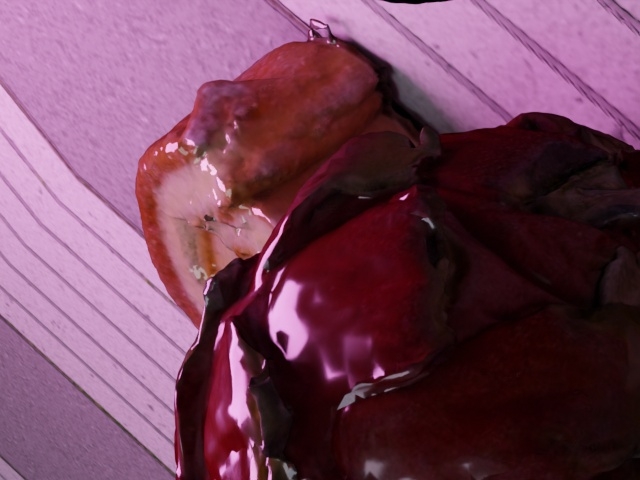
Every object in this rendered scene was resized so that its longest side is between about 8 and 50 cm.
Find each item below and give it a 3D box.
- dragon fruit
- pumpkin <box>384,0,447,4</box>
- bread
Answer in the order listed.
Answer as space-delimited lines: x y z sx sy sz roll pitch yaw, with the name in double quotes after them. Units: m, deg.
0.077 0.102 0.878 0.329 0.329 0.329 35 152 21 "dragon fruit"
0.029 -0.187 0.735 0.202 0.140 0.202 17 153 9 "pumpkin"
-0.009 -0.005 1.078 0.190 0.123 0.244 26 147 38 "bread"
